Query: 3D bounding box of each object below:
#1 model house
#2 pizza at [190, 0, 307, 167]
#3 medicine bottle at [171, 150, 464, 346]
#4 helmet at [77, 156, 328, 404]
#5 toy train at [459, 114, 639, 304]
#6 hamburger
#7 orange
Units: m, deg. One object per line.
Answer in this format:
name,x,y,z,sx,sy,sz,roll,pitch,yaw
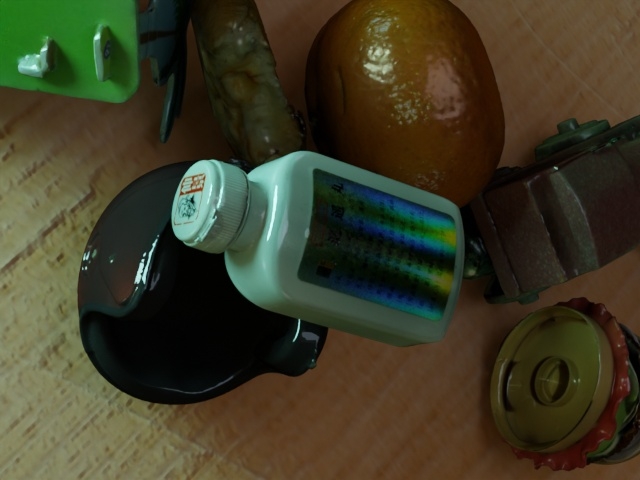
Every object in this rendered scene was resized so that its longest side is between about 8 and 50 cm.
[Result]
model house,-0.250,-0.245,1.229,0.300,0.340,0.323,9,41,8
pizza,-0.047,-0.097,1.319,0.071,0.189,0.297,-23,127,2
medicine bottle,0.000,0.000,1.138,0.229,0.083,0.121,18,73,-31
helmet,-0.100,0.033,1.217,0.189,0.193,0.216,21,111,-29
toy train,0.267,-0.043,1.463,0.304,0.221,0.150,-25,94,-34
hamburger,0.261,0.145,1.458,0.137,0.175,0.175,16,71,-37
orange,0.072,-0.126,1.356,0.170,0.224,0.224,-20,91,-4
